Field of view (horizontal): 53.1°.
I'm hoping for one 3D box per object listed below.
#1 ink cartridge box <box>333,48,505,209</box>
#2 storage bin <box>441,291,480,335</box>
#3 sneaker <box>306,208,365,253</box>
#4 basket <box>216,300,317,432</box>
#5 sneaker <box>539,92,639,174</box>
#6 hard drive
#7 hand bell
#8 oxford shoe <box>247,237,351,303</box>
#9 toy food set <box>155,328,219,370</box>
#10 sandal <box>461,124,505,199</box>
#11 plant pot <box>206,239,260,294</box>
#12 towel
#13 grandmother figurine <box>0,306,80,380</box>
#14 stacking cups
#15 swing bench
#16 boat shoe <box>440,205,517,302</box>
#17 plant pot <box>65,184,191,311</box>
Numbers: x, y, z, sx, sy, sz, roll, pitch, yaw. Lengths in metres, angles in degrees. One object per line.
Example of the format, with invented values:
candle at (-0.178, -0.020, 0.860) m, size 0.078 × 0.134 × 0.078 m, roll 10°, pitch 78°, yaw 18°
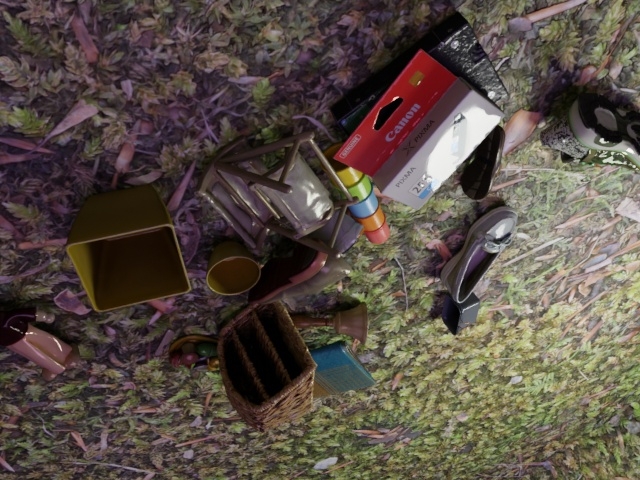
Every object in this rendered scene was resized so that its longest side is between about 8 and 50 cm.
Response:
ink cartridge box at (0.215, -0.225, 1.387) m, size 0.261 × 0.066 × 0.296 m, roll 20°, pitch 120°, yaw -40°
storage bin at (0.451, 0.225, 2.018) m, size 0.091 × 0.098 × 0.135 m, roll -20°, pitch 138°, yaw -16°
sneaker at (0.000, 0.000, 1.636) m, size 0.121 × 0.099 × 0.262 m, roll 45°, pitch 131°, yaw -3°
basket at (-0.162, 0.327, 1.721) m, size 0.213 × 0.299 × 0.223 m, roll -17°, pitch 139°, yaw -19°
sneaker at (0.715, -0.250, 1.648) m, size 0.410 × 0.158 × 0.182 m, roll 17°, pitch 156°, yaw -35°
hard drive at (0.221, -0.309, 1.420) m, size 0.338 × 0.064 × 0.237 m, roll -36°, pitch 134°, yaw 15°
hand bell at (0.011, 0.239, 1.870) m, size 0.241 × 0.126 × 0.126 m, roll 2°, pitch 133°, yaw -6°
oxford shoe at (-0.063, 0.108, 1.603) m, size 0.130 × 0.123 × 0.348 m, roll 29°, pitch 149°, yaw -26°
toy food set at (-0.362, 0.337, 1.832) m, size 0.217 × 0.071 × 0.128 m, roll 21°, pitch 123°, yaw -35°
sandal at (0.419, -0.196, 1.608) m, size 0.060 × 0.090 × 0.220 m, roll -20°, pitch 134°, yaw -34°
plant pot at (-0.224, 0.056, 1.589) m, size 0.134 × 0.095 × 0.134 m, roll -11°, pitch 136°, yaw -11°
towel at (-0.042, 0.423, 2.009) m, size 0.369 × 0.040 × 0.271 m, roll -17°, pitch 138°, yaw 17°
grandmother figurine at (-0.745, 0.228, 1.564) m, size 0.207 × 0.104 × 0.342 m, roll -36°, pitch 138°, yaw 4°
stacking cups at (0.092, -0.098, 1.564) m, size 0.096 × 0.096 × 0.316 m, roll -24°, pitch 138°, yaw 4°
swing bench at (-0.091, -0.098, 1.419) m, size 0.254 × 0.165 × 0.253 m, roll 2°, pitch 149°, yaw 32°
boat shoe at (0.460, 0.040, 1.824) m, size 0.118 × 0.103 × 0.320 m, roll 13°, pitch 127°, yaw -30°
plant pot at (-0.415, -0.001, 1.395) m, size 0.212 × 0.187 × 0.212 m, roll -12°, pitch 136°, yaw -8°
